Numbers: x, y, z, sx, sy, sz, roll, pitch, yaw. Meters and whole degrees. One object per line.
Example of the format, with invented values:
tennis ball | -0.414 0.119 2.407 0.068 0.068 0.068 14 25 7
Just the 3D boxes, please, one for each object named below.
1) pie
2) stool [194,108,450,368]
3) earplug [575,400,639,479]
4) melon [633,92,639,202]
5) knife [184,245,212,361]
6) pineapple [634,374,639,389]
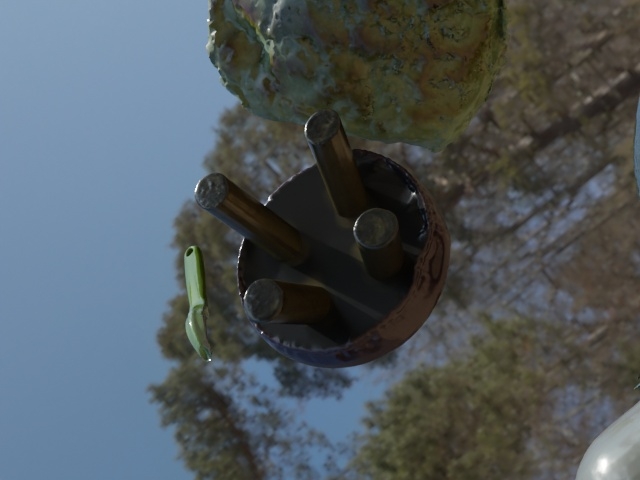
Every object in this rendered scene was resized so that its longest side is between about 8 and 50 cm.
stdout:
pie | 0.032 -0.315 1.499 0.180 0.395 0.418 -38 -51 -71
stool | 0.000 0.000 1.428 0.178 0.272 0.272 43 -157 -58
earplug | 0.604 0.383 1.965 0.313 0.394 0.312 48 -173 -8
melon | 0.457 -0.118 1.292 0.248 0.248 0.329 21 -99 -34
knife | -0.112 0.052 1.110 0.026 0.022 0.184 52 -170 -28
pineapple | 0.484 0.111 1.628 0.103 0.083 0.221 13 -106 6
